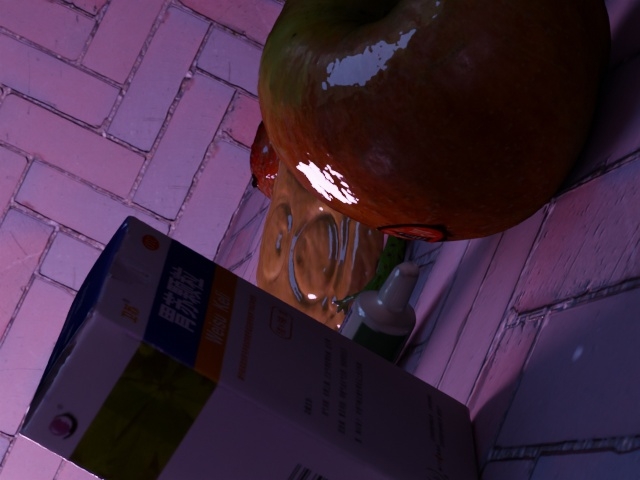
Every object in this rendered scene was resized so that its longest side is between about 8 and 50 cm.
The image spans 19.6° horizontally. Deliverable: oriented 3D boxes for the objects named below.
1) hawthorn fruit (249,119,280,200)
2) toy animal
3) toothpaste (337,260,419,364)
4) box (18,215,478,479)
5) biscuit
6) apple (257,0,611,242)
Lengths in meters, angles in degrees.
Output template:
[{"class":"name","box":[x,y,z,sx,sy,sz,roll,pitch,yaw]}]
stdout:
[{"class":"hawthorn fruit","box":[0.028,-0.117,2.208,0.235,0.181,0.181,-45,16,27]},{"class":"toy animal","box":[0.055,0.044,1.872,0.075,0.041,0.217,-35,22,33]},{"class":"toothpaste","box":[0.003,0.178,1.753,0.098,0.061,0.392,-79,13,-61]},{"class":"box","box":[-0.039,0.124,1.273,0.106,0.299,0.200,-56,9,17]},{"class":"biscuit","box":[-0.004,-0.001,2.025,0.269,0.051,0.376,28,106,64]},{"class":"apple","box":[0.102,-0.126,1.469,0.277,0.250,0.309,-50,28,-3]}]
